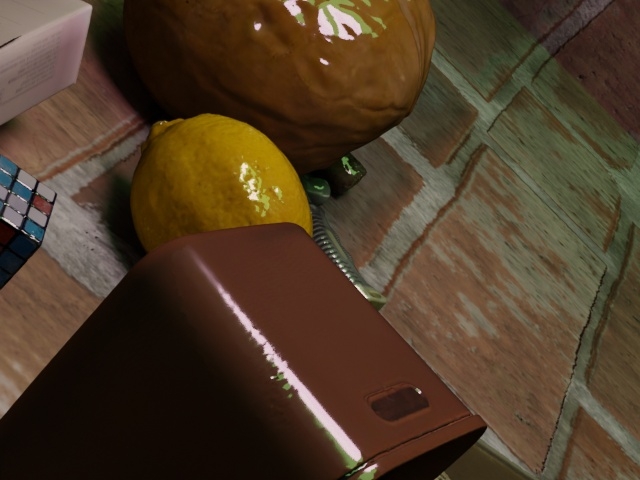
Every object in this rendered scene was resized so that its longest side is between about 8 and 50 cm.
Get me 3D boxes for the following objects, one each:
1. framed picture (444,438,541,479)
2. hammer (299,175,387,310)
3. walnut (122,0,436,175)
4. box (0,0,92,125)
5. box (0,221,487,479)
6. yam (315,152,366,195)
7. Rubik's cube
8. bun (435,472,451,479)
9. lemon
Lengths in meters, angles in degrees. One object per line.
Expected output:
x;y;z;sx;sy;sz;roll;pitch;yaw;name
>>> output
0.222;0.333;1.723;0.315;0.024;0.232;35;27;-19;framed picture
0.000;0.000;1.852;0.158;0.041;0.226;5;47;-54;hammer
-0.054;-0.267;1.837;0.397;0.308;0.354;30;25;-1;walnut
-0.371;-0.202;1.432;0.203;0.106;0.252;20;25;8;box
-0.090;0.174;1.119;0.229;0.339;0.239;50;25;16;box
-0.040;-0.167;2.023;0.253;0.061;0.061;46;25;1;yam
-0.311;-0.017;1.341;0.092;0.092;0.092;35;27;-20;Rubik's cube
0.049;0.264;1.415;0.287;0.146;0.287;38;26;-22;bun
-0.108;-0.033;1.567;0.188;0.188;0.257;2;50;-56;lemon
